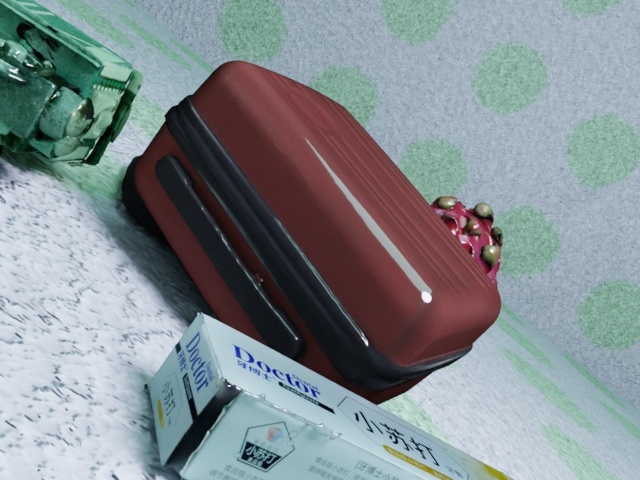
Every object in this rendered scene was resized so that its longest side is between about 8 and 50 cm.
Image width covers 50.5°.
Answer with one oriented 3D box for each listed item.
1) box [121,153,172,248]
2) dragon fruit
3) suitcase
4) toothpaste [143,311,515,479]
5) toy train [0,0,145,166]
[{"bbox_3d":[-0.116,-0.021,0.735,0.212,0.042,0.201,35,13,-22],"label":"box"},{"bbox_3d":[0.200,0.055,1.116,0.218,0.273,0.198,19,31,36],"label":"dragon fruit"},{"bbox_3d":[0.000,0.000,0.594,0.297,0.161,0.236,54,21,20],"label":"suitcase"},{"bbox_3d":[0.036,0.156,0.442,0.312,0.071,0.089,33,8,-27],"label":"toothpaste"},{"bbox_3d":[-0.286,-0.153,0.536,0.269,0.115,0.154,33,11,1],"label":"toy train"}]
